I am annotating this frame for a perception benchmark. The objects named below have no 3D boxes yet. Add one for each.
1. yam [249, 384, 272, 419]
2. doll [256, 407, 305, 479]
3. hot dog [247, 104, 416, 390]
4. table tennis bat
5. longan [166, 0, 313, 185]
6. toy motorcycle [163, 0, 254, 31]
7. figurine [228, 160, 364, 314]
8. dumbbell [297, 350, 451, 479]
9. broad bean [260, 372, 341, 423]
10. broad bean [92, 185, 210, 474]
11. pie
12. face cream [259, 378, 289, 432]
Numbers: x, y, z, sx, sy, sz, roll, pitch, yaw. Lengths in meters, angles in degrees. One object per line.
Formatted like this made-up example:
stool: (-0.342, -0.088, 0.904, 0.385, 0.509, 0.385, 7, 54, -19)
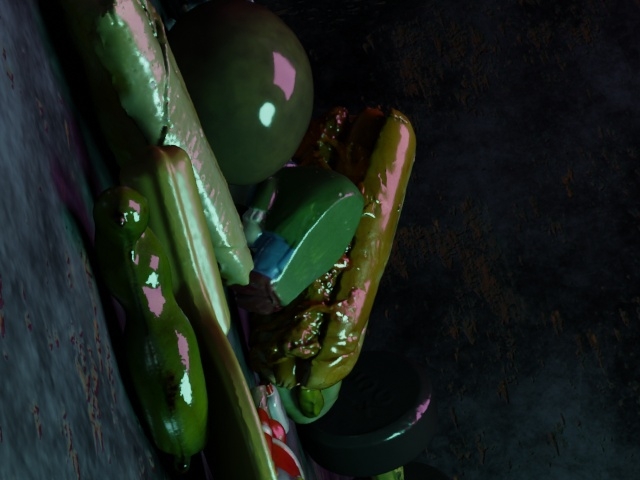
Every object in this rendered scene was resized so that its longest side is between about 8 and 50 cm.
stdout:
yam: (-0.053, 0.216, 1.356, 0.032, 0.032, 0.145, 70, 5, -66)
doll: (-0.040, 0.223, 1.136, 0.245, 0.076, 0.142, -120, -165, -82)
hot dog: (0.000, 0.000, 1.543, 0.117, 0.158, 0.348, 27, 75, -38)
table tennis bat: (-0.080, 0.086, 0.956, 0.198, 0.050, 0.320, -145, -141, -67)
longan: (-0.087, -0.145, 1.350, 0.204, 0.159, 0.184, 169, -86, -83)
toy motorcycle: (-0.151, -0.312, 1.671, 0.307, 0.108, 0.173, 68, -2, -63)
figurine: (-0.081, -0.036, 1.461, 0.234, 0.185, 0.127, 32, -9, 31)
dumbbell: (0.094, 0.340, 2.020, 0.203, 0.204, 0.322, -102, 177, -54)
broad bean: (-0.026, 0.151, 1.704, 0.228, 0.100, 0.169, -104, -175, -72)
broad bean: (-0.105, 0.060, 0.868, 0.070, 0.048, 0.213, -122, -164, -65)
pie: (-0.122, -0.078, 1.000, 0.128, 0.068, 0.282, 40, -21, 50)
face cream: (-0.055, 0.192, 1.592, 0.040, 0.021, 0.083, -103, 177, -46)
